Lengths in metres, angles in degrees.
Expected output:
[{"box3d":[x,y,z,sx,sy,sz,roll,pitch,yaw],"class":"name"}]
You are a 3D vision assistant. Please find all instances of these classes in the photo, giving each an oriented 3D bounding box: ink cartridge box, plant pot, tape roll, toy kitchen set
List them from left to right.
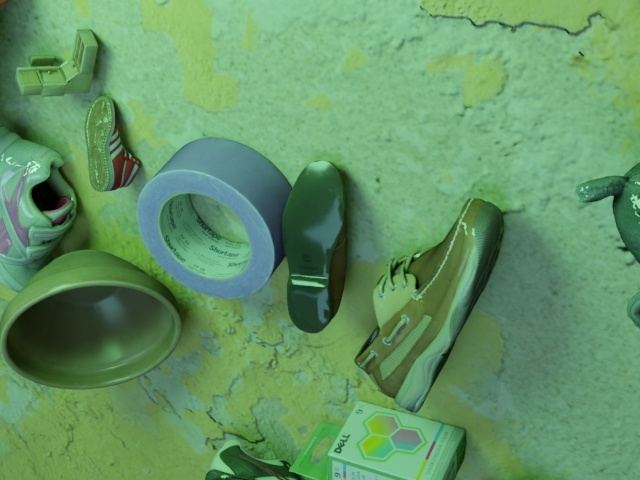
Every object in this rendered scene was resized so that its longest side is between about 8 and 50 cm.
[{"box3d":[-0.321,-0.223,1.469,0.068,0.083,0.075,61,145,35],"class":"toy kitchen set"},{"box3d":[-0.309,0.090,1.639,0.237,0.110,0.237,-8,141,-7],"class":"plant pot"},{"box3d":[-0.125,-0.026,1.502,0.189,0.080,0.189,14,129,18],"class":"tape roll"},{"box3d":[0.074,0.277,1.606,0.209,0.109,0.062,13,129,20],"class":"ink cartridge box"}]

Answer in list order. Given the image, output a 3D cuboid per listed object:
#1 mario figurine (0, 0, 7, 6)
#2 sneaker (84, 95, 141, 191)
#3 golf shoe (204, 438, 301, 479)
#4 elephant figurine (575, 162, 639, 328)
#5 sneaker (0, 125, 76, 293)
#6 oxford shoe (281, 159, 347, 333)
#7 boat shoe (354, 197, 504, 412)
[{"box3d":[-0.480,-0.232,1.460,0.198,0.170,0.321,27,125,14],"class":"mario figurine"},{"box3d":[-0.259,-0.121,1.534,0.042,0.067,0.118,4,96,28],"class":"sneaker"},{"box3d":[-0.037,0.376,1.751,0.273,0.120,0.105,30,129,-18],"class":"golf shoe"},{"box3d":[0.379,0.024,1.233,0.186,0.169,0.239,41,158,34],"class":"elephant figurine"},{"box3d":[-0.382,-0.025,1.625,0.111,0.103,0.252,15,130,20],"class":"sneaker"},{"box3d":[0.000,0.000,1.468,0.076,0.076,0.212,14,114,21],"class":"oxford shoe"},{"box3d":[0.115,0.073,1.424,0.116,0.123,0.324,28,131,9],"class":"boat shoe"}]
